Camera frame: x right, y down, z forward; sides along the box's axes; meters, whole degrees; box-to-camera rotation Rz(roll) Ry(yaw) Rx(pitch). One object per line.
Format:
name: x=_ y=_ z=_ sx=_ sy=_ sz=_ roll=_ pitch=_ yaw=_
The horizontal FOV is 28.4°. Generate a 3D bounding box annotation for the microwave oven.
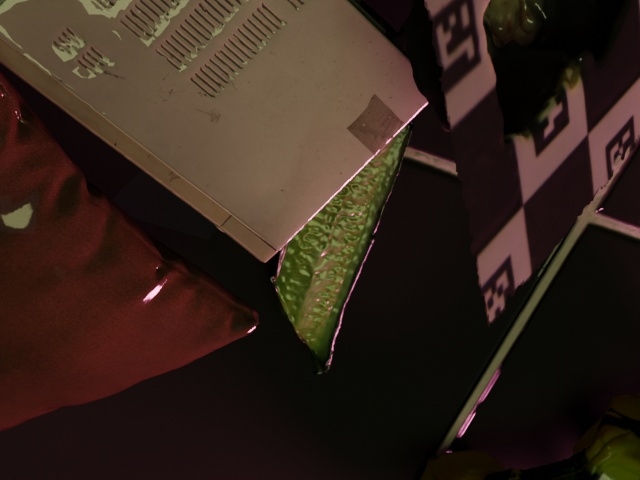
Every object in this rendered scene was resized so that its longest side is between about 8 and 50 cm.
microwave oven: x=-0.072 y=-0.139 z=0.779 sx=0.194 sy=0.145 sz=0.240 roll=-46 pitch=123 yaw=8

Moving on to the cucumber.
cucumber: x=0.000 y=0.000 z=0.949 sx=0.070 sy=0.046 sz=0.220 roll=8 pitch=116 yaw=-21

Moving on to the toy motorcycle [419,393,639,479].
toy motorcycle: x=0.247 y=0.214 z=1.105 sx=0.342 sy=0.142 sz=0.206 roll=-14 pitch=122 yaw=-13

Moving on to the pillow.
pillow: x=-0.240 y=0.018 z=0.787 sx=0.305 sy=0.108 sz=0.308 roll=-18 pitch=134 yaw=25

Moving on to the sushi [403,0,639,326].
sushi: x=0.133 y=-0.175 z=0.793 sx=0.373 sy=0.100 sz=0.296 roll=-46 pitch=135 yaw=-35
